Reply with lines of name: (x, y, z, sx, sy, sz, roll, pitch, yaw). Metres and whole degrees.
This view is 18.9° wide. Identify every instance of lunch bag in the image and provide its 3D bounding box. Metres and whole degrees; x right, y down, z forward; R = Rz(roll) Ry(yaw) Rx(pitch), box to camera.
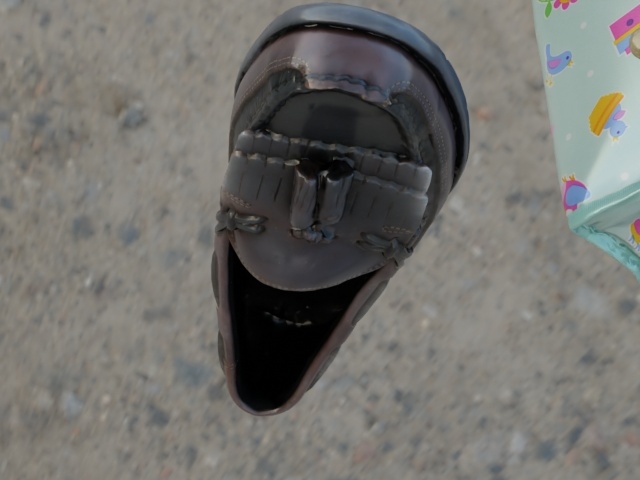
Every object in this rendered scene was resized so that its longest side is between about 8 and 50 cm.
lunch bag: (0.277, -0.117, 1.198, 0.160, 0.262, 0.223, 33, 42, -40)

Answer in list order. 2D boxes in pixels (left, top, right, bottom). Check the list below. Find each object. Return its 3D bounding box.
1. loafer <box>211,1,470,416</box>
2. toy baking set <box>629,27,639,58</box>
loafer: (0.000, 0.000, 0.889, 0.109, 0.302, 0.095, 15, 67, -1)
toy baking set: (0.233, -0.157, 1.014, 0.256, 0.030, 0.196, 24, 80, -53)
